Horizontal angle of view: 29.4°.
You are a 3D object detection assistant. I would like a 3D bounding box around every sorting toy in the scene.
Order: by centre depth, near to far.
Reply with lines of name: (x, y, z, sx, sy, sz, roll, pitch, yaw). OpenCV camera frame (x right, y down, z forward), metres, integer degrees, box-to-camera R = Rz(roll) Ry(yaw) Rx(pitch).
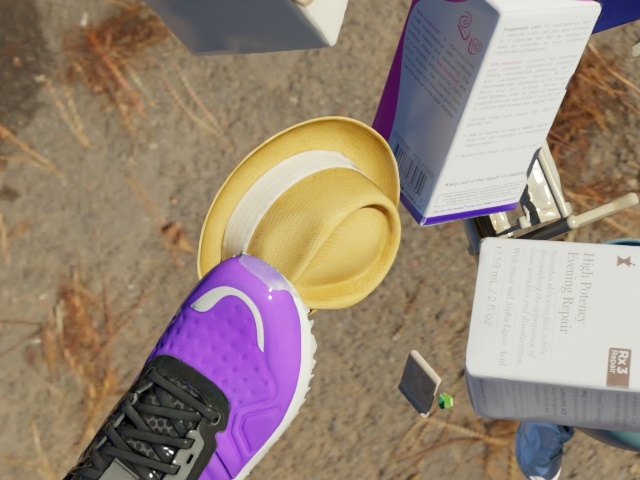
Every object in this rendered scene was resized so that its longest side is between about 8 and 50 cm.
sorting toy: (0.124, 0.175, 1.417, 0.083, 0.012, 0.062, 49, 136, 37)

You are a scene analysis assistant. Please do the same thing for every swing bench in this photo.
swing bench: (0.263, -0.113, 1.708, 0.254, 0.165, 0.253, -27, 82, 50)

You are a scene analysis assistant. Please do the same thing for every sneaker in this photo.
sneaker: (-0.108, 0.147, 0.831, 0.102, 0.146, 0.293, 35, 115, 16)
sneaker: (0.355, 0.298, 1.879, 0.094, 0.080, 0.212, 21, 128, 50)

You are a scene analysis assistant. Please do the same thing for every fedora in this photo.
fedora: (0.000, 0.000, 0.954, 0.079, 0.194, 0.194, 37, 108, 46)

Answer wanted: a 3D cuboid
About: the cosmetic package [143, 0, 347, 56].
cosmetic package: (-0.085, -0.251, 0.668, 0.113, 0.309, 0.160, 1, 67, 29)

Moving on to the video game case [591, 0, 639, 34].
video game case: (0.239, -0.258, 1.204, 0.269, 0.244, 0.061, -16, 113, 17)

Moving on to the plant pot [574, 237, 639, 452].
plant pot: (0.449, 0.177, 1.702, 0.271, 0.255, 0.272, -31, 38, 28)

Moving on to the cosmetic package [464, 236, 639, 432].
cosmetic package: (0.225, 0.070, 0.864, 0.231, 0.085, 0.117, 2, 60, 15)

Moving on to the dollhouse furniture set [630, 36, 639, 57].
dollhouse furniture set: (0.370, -0.130, 1.048, 0.135, 0.259, 0.262, -9, 107, 29)

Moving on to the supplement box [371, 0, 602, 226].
supplement box: (0.133, -0.136, 1.051, 0.111, 0.114, 0.220, 55, 143, 37)
